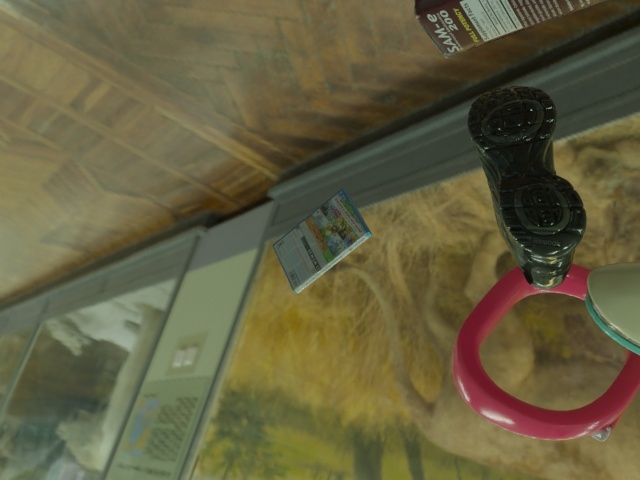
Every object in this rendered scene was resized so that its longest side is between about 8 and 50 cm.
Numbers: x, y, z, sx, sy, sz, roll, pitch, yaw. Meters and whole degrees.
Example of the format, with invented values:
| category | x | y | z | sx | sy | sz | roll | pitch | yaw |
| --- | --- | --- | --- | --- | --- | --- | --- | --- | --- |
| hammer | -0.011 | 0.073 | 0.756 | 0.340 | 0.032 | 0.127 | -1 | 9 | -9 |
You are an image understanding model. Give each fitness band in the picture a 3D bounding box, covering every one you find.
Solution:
| category | x | y | z | sx | sy | sz | roll | pitch | yaw |
| --- | --- | --- | --- | --- | --- | --- | --- | --- | --- |
| fitness band | 0.284 | 0.128 | 0.995 | 0.209 | 0.291 | 0.054 | 28 | 135 | 25 |

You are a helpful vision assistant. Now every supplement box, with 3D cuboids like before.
| category | x | y | z | sx | sy | sz | roll | pitch | yaw |
| --- | --- | --- | --- | --- | --- | --- | --- | --- | --- |
| supplement box | 0.195 | -0.256 | 0.676 | 0.239 | 0.130 | 0.073 | -14 | 151 | 27 |

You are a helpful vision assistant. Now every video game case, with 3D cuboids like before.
| category | x | y | z | sx | sy | sz | roll | pitch | yaw |
| --- | --- | --- | --- | --- | --- | --- | --- | --- | --- |
| video game case | 0.000 | 0.000 | 1.422 | 0.166 | 0.119 | 0.015 | -39 | 137 | 12 |

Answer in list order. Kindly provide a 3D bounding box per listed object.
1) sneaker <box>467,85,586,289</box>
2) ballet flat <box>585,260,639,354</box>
| category | x | y | z | sx | sy | sz | roll | pitch | yaw |
| --- | --- | --- | --- | --- | --- | --- | --- | --- | --- |
| sneaker | 0.237 | -0.067 | 0.981 | 0.109 | 0.286 | 0.130 | -6 | 141 | 8 |
| ballet flat | 0.270 | 0.051 | 0.484 | 0.248 | 0.086 | 0.086 | 22 | 158 | -20 |
